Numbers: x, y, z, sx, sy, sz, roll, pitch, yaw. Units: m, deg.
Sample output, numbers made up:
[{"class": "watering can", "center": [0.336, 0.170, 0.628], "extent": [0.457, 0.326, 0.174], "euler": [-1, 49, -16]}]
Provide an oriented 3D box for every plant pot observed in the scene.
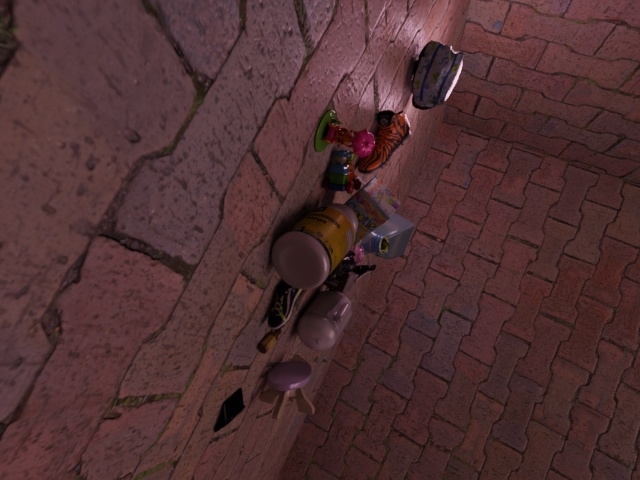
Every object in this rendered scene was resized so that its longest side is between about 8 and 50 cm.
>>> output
[{"class": "plant pot", "center": [0.394, -0.027, 2.520], "extent": [0.252, 0.247, 0.247], "euler": [-22, 137, -44]}, {"class": "plant pot", "center": [-0.110, 0.673, 2.105], "extent": [0.109, 0.096, 0.109], "euler": [-63, 165, -15]}]

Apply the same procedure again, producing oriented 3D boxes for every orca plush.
[{"class": "orca plush", "center": [0.147, 0.181, 2.102], "extent": [0.102, 0.287, 0.151], "euler": [49, 36, -26]}]

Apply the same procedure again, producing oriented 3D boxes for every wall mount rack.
[{"class": "wall mount rack", "center": [0.178, -0.133, 1.839], "extent": [0.350, 0.131, 0.304], "euler": [-64, 168, -8]}]

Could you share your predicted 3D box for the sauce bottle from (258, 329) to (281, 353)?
[{"class": "sauce bottle", "center": [-0.186, 0.373, 1.500], "extent": [0.128, 0.042, 0.042], "euler": [-39, 149, -56]}]

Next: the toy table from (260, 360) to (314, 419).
[{"class": "toy table", "center": [-0.137, 0.651, 1.748], "extent": [0.274, 0.252, 0.160], "euler": [-1, 98, -60]}]

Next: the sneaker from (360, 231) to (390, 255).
[{"class": "sneaker", "center": [0.293, 0.056, 2.330], "extent": [0.127, 0.208, 0.319], "euler": [-60, 164, -27]}]

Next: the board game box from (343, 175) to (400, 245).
[{"class": "board game box", "center": [0.139, -0.088, 1.499], "extent": [0.275, 0.142, 0.144], "euler": [-40, -176, 39]}]

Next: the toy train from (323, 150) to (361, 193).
[{"class": "toy train", "center": [0.100, -0.258, 1.444], "extent": [0.248, 0.105, 0.143], "euler": [-34, 132, -63]}]

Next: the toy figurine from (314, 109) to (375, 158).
[{"class": "toy figurine", "center": [0.089, -0.301, 1.199], "extent": [0.173, 0.159, 0.130], "euler": [-25, 136, -69]}]

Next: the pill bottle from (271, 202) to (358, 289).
[{"class": "pill bottle", "center": [0.000, 0.000, 1.297], "extent": [0.334, 0.188, 0.187], "euler": [-45, 154, -54]}]

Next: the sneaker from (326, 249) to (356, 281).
[{"class": "sneaker", "center": [0.101, 0.103, 1.788], "extent": [0.283, 0.124, 0.107], "euler": [-67, -178, -60]}]

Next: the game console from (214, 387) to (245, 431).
[{"class": "game console", "center": [-0.328, 0.602, 1.422], "extent": [0.107, 0.071, 0.122], "euler": [-39, 172, 19]}]

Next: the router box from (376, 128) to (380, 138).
[{"class": "router box", "center": [0.293, -0.493, 1.832], "extent": [0.092, 0.038, 0.122], "euler": [-62, 164, -13]}]

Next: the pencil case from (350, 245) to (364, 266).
[{"class": "pencil case", "center": [0.185, 0.124, 2.240], "extent": [0.124, 0.124, 0.284], "euler": [-60, 163, -23]}]

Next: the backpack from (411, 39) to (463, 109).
[{"class": "backpack", "center": [0.557, -0.806, 1.931], "extent": [0.290, 0.273, 0.356], "euler": [-61, 153, 6]}]

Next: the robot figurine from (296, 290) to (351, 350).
[{"class": "robot figurine", "center": [0.019, 0.377, 1.896], "extent": [0.300, 0.199, 0.353], "euler": [-35, -171, 42]}]

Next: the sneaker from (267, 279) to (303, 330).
[{"class": "sneaker", "center": [-0.133, 0.195, 1.397], "extent": [0.097, 0.084, 0.234], "euler": [44, 67, -48]}]

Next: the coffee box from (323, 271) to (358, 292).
[{"class": "coffee box", "center": [0.087, 0.180, 1.953], "extent": [0.098, 0.141, 0.246], "euler": [-66, 164, 1]}]

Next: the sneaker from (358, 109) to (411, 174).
[{"class": "sneaker", "center": [0.253, -0.432, 1.681], "extent": [0.321, 0.125, 0.180], "euler": [-49, 140, -19]}]

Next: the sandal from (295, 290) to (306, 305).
[{"class": "sandal", "center": [-0.022, 0.154, 1.640], "extent": [0.302, 0.086, 0.120], "euler": [-58, 163, -30]}]
